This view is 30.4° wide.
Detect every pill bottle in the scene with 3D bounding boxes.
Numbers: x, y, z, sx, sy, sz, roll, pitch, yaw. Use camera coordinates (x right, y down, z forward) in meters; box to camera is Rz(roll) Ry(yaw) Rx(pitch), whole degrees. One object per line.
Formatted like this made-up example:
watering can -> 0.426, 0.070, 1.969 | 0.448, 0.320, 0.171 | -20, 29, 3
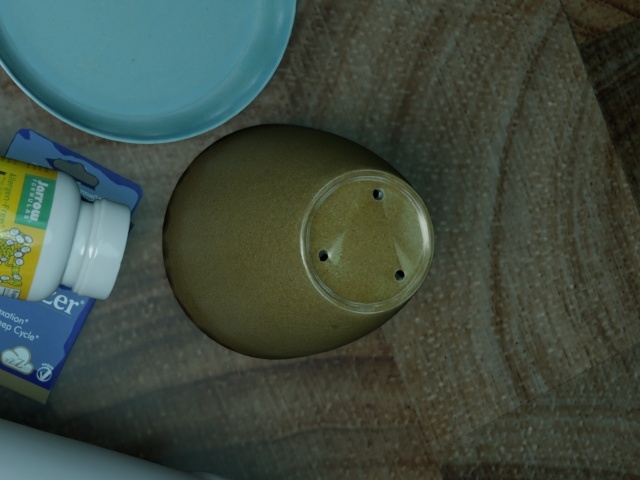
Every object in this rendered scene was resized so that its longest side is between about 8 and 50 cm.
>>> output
pill bottle -> -0.275, -0.013, 1.006 | 0.208, 0.117, 0.117 | 15, 85, -16

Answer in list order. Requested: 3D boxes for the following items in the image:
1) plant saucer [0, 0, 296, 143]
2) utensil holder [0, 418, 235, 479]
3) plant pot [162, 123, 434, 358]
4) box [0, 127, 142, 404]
plant saucer -> -0.173, -0.247, 1.100 | 0.318, 0.044, 0.317 | 0, 91, -26
utensil holder -> -0.268, 0.296, 0.894 | 0.385, 0.327, 0.327 | 23, 83, -31
plant pot -> 0.000, 0.000, 1.066 | 0.237, 0.254, 0.237 | 0, 89, -20
box -> -0.268, 0.021, 1.090 | 0.136, 0.036, 0.225 | 27, 80, -17
